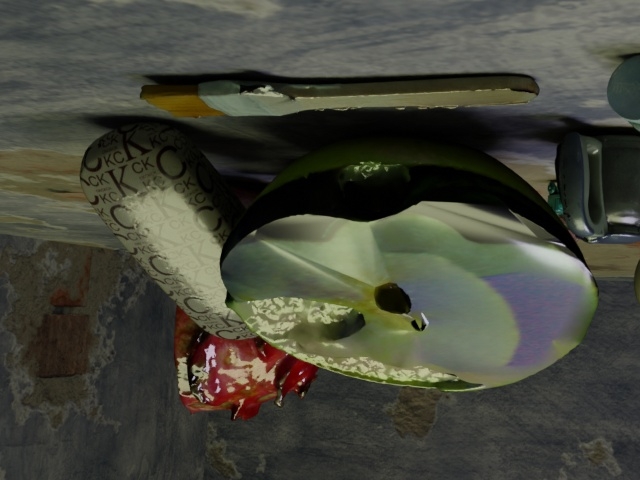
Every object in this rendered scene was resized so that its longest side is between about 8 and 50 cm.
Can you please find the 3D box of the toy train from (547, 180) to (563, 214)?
[{"bbox_3d":[0.318,-0.056,1.099,0.029,0.045,0.092,4,178,-23],"label":"toy train"}]

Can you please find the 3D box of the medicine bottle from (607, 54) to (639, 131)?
[{"bbox_3d":[0.277,-0.093,0.670,0.051,0.051,0.191,0,173,38],"label":"medicine bottle"}]

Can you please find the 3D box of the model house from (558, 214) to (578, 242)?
[{"bbox_3d":[0.384,-0.024,1.331,0.083,0.058,0.057,6,174,-22],"label":"model house"}]

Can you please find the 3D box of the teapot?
[{"bbox_3d":[0.284,-0.048,0.844,0.111,0.108,0.149,1,175,12],"label":"teapot"}]

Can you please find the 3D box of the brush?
[{"bbox_3d":[0.012,-0.123,0.736,0.336,0.020,0.085,2,174,18],"label":"brush"}]

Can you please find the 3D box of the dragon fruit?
[{"bbox_3d":[-0.079,0.099,1.355,0.249,0.371,0.386,8,164,9],"label":"dragon fruit"}]

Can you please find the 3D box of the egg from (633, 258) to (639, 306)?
[{"bbox_3d":[0.646,0.077,1.526,0.188,0.188,0.253,0,168,40],"label":"egg"}]

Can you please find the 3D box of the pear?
[{"bbox_3d":[0.094,0.007,0.969,0.399,0.165,0.399,6,144,4],"label":"pear"}]

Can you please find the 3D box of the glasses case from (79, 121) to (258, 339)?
[{"bbox_3d":[-0.147,0.001,1.047,0.137,0.085,0.355,-18,134,18],"label":"glasses case"}]
